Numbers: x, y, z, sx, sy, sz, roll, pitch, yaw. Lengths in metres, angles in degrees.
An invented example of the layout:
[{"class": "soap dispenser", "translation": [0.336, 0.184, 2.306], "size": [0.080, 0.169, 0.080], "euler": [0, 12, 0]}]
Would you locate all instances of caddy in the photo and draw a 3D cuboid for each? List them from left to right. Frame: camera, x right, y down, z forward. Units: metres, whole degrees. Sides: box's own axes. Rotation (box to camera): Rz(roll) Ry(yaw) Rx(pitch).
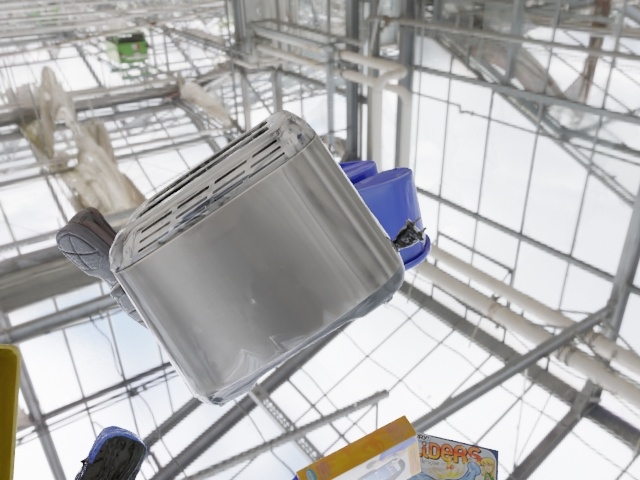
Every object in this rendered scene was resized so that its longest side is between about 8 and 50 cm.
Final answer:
[{"class": "caddy", "translation": [0.000, 0.000, 0.863], "size": [0.341, 0.179, 0.241], "euler": [-17, -160, -19]}]

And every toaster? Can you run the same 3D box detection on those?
[{"class": "toaster", "translation": [-0.043, 0.004, 0.433], "size": [0.227, 0.146, 0.129], "euler": [-33, -161, 5]}]

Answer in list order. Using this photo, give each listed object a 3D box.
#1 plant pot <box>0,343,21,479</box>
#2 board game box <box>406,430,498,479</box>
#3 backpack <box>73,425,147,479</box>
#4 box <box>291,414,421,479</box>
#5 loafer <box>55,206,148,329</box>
[{"class": "plant pot", "translation": [-0.452, 0.214, 0.556], "size": [0.187, 0.212, 0.212], "euler": [-12, 163, 22]}, {"class": "board game box", "translation": [0.231, 0.445, 1.084], "size": [0.201, 0.035, 0.136], "euler": [11, -126, 4]}, {"class": "backpack", "translation": [-0.378, 0.396, 1.030], "size": [0.098, 0.120, 0.101], "euler": [31, 171, -30]}, {"class": "box", "translation": [0.034, 0.232, 0.568], "size": [0.136, 0.081, 0.028], "euler": [-25, -136, -13]}, {"class": "loafer", "translation": [-0.357, 0.060, 1.092], "size": [0.109, 0.302, 0.095], "euler": [-20, -147, 30]}]
